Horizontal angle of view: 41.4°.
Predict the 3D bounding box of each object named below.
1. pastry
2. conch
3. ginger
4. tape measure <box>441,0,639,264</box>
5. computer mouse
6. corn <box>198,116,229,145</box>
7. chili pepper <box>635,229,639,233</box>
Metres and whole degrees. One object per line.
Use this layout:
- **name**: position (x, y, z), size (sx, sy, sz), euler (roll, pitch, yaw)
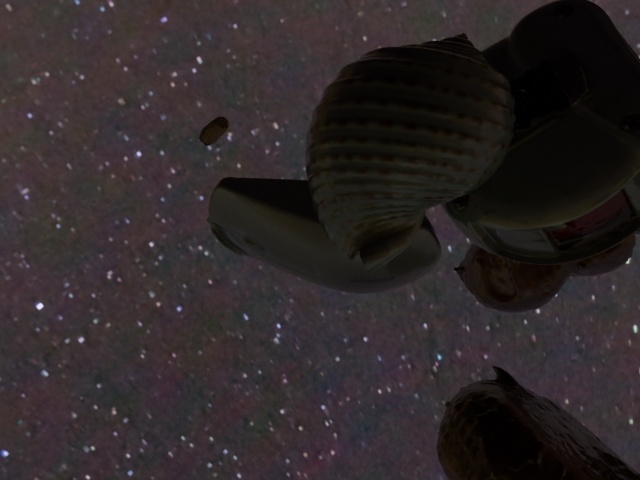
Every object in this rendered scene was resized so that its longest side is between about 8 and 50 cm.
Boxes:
- **pastry**: position (0.207, 0.216, 0.789), size (0.218, 0.229, 0.100), euler (37, -77, 25)
- **conch**: position (0.059, -0.085, 0.680), size (0.172, 0.131, 0.200), euler (21, -115, 38)
- **ginger**: position (0.397, 0.015, 1.504), size (0.357, 0.152, 0.274), euler (-29, -177, 27)
- **tape measure**: position (0.221, -0.099, 0.801), size (0.246, 0.125, 0.243), euler (-31, -131, 14)
- **computer mouse**: position (0.000, 0.000, 0.813), size (0.231, 0.128, 0.079), euler (4, -123, 10)
- **corn**: position (-0.153, -0.155, 1.205), size (0.028, 0.027, 0.083), euler (-51, -168, -24)
- **chili pepper**: position (0.542, -0.075, 1.235), size (0.253, 0.083, 0.099), euler (-11, -107, 5)
